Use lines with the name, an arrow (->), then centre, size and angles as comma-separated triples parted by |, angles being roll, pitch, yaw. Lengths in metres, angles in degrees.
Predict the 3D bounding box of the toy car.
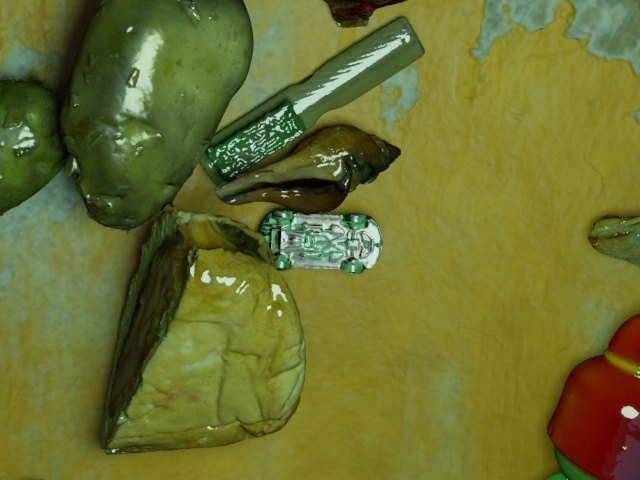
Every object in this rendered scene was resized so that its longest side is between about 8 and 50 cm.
toy car -> 0.000, 0.000, 1.655 | 0.142, 0.055, 0.069 | 3, 95, 2

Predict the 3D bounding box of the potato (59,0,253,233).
potato -> -0.183, -0.156, 1.540 | 0.191, 0.141, 0.296 | 18, 91, -46

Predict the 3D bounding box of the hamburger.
hamburger -> -0.112, 0.115, 1.600 | 0.209, 0.162, 0.330 | 12, 126, -21

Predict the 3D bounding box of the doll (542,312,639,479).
doll -> 0.362, 0.223, 1.702 | 0.182, 0.160, 0.363 | 15, 101, -4

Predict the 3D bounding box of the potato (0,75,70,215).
potato -> -0.385, -0.089, 1.554 | 0.251, 0.113, 0.149 | -25, 105, 4

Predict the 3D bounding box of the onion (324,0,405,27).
onion -> 0.035, -0.303, 1.562 | 0.205, 0.098, 0.151 | 0, 102, -8

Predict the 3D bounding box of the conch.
conch -> -0.008, -0.069, 1.607 | 0.232, 0.080, 0.086 | -35, 65, -28

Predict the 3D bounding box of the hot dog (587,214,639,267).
hot dog -> 0.395, 0.003, 1.701 | 0.169, 0.061, 0.078 | 23, 142, -11

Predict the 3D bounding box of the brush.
brush -> -0.011, -0.154, 1.621 | 0.282, 0.048, 0.054 | -33, 108, 0
